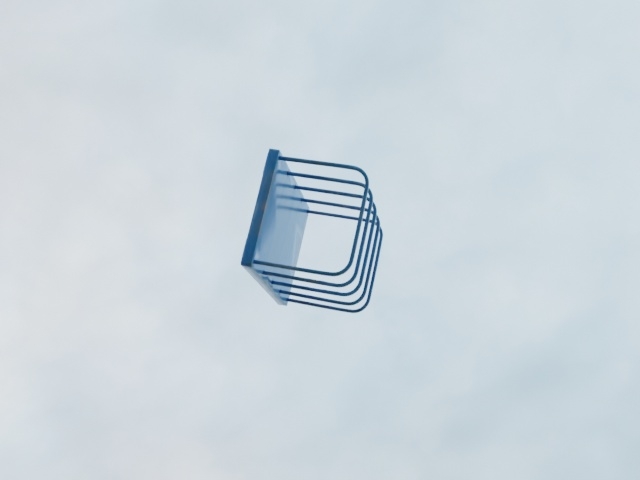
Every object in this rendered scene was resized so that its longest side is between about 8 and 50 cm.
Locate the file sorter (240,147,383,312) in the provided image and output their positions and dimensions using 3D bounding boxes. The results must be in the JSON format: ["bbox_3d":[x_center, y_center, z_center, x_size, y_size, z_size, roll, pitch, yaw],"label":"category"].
[{"bbox_3d":[0.000,0.000,0.826,0.105,0.118,0.170,10,-15,12],"label":"file sorter"}]
